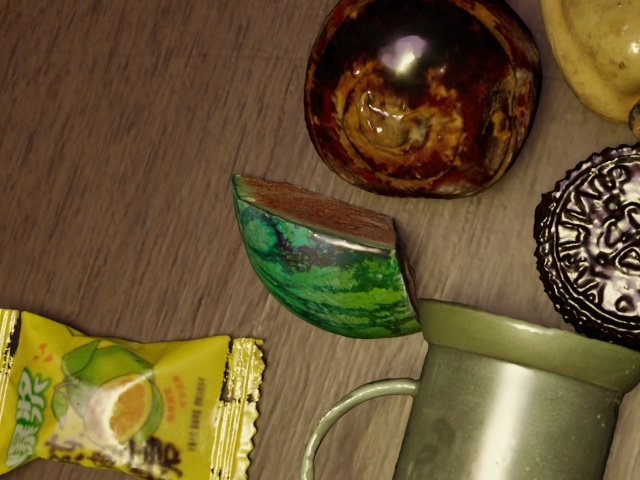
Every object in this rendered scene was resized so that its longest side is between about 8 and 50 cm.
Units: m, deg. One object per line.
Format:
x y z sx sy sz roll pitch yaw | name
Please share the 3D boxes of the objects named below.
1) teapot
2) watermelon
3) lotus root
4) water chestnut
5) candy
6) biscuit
0.113 0.226 0.950 0.270 0.200 0.337 15 85 2 | teapot
-0.009 0.015 1.048 0.231 0.146 0.128 19 88 13 | watermelon
0.281 -0.200 0.999 0.154 0.140 0.257 -39 64 53 | lotus root
0.094 -0.149 1.030 0.224 0.238 0.223 0 122 0 | water chestnut
-0.210 0.171 1.116 0.297 0.081 0.187 8 85 4 | candy
0.290 0.006 1.022 0.194 0.053 0.194 -2 82 13 | biscuit
